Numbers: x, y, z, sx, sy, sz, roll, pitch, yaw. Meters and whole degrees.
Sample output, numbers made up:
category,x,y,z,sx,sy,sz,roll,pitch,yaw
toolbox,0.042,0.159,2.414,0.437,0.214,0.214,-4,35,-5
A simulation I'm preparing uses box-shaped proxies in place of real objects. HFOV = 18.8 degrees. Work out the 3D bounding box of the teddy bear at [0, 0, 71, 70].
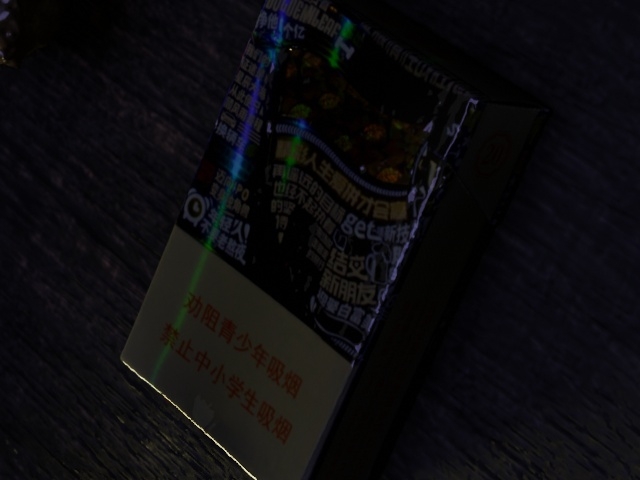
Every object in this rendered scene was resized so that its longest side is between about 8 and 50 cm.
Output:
category,x,y,z,sx,sy,sz,roll,pitch,yaw
teddy bear,-0.200,-0.285,1.454,0.296,0.222,0.246,-43,42,-20

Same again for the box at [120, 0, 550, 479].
category,x,y,z,sx,sy,sz,roll,pitch,yaw
box,0.000,0.000,1.298,0.198,0.084,0.310,37,112,36
